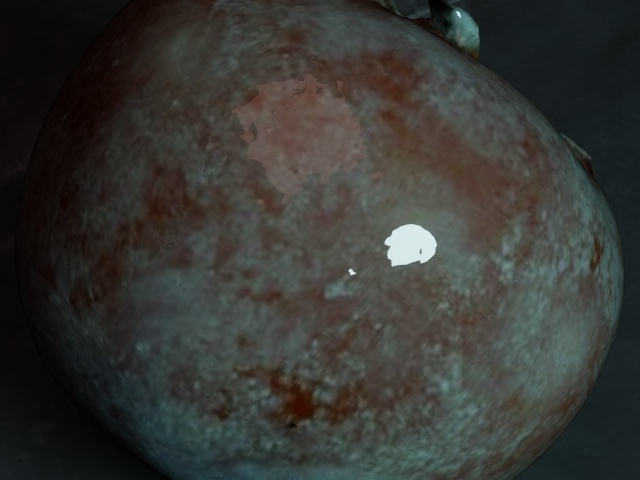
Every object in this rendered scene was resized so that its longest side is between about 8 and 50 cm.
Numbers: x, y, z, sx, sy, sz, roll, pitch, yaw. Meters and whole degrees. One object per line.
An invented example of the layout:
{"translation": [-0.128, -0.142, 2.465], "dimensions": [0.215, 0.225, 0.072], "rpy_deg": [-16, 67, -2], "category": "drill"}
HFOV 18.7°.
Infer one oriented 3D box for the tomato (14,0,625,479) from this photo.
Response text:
{"translation": [0.000, 0.000, 0.993], "dimensions": [0.317, 0.317, 0.282], "rpy_deg": [34, 90, 30], "category": "tomato"}
